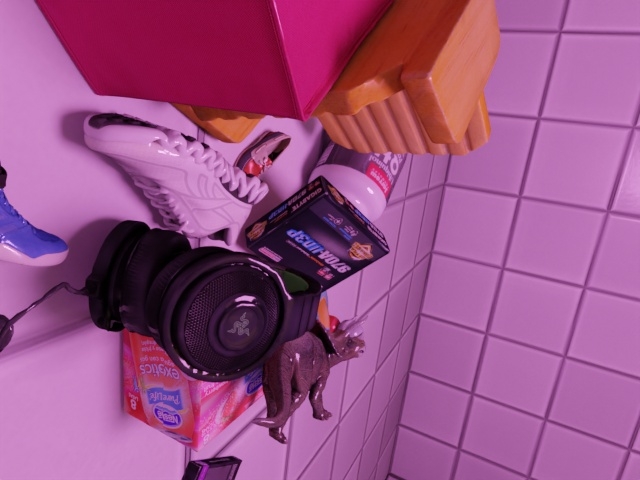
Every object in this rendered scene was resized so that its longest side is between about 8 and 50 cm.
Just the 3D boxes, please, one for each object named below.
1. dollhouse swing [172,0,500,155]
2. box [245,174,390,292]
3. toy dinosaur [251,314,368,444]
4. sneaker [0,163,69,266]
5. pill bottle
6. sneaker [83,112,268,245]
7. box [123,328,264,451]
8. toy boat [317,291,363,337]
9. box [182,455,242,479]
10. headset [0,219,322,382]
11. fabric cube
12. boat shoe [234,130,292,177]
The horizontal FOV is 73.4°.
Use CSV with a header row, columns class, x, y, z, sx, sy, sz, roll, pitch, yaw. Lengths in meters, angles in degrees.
class,x,y,z,sx,sy,sz,roll,pitch,yaw
dollhouse swing,0.053,-0.162,0.617,0.315,0.346,0.305,-60,143,-31
box,0.000,0.000,0.790,0.220,0.175,0.051,38,27,-43
toy dinosaur,-0.039,0.189,0.630,0.313,0.120,0.161,14,79,-62
sneaker,-0.277,-0.032,0.369,0.152,0.058,0.085,29,85,-59
pill bottle,0.079,-0.145,0.943,0.319,0.176,0.176,-64,153,-26
sneaker,-0.170,-0.065,0.545,0.118,0.110,0.292,-66,155,-2
box,-0.138,0.155,0.672,0.300,0.142,0.154,-23,124,-61
toy boat,-0.013,0.207,0.969,0.318,0.148,0.268,13,91,-66
box,-0.217,0.476,0.815,0.116,0.029,0.162,-68,154,-16
headset,-0.163,0.084,0.468,0.394,0.243,0.185,3,100,-60
fabric cube,-0.095,-0.295,0.383,0.259,0.258,0.254,-60,151,-33
boat shoe,-0.098,-0.139,0.725,0.137,0.043,0.049,-57,151,-35
